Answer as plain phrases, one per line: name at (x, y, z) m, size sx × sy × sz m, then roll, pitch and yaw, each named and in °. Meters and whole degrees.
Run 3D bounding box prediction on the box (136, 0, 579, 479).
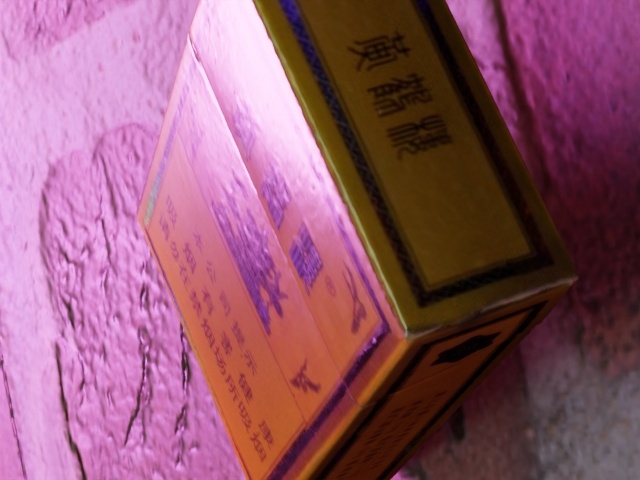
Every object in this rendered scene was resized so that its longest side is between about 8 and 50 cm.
box at (0.000, 0.000, 0.827) m, size 0.192 × 0.084 × 0.301 m, roll 65°, pitch 160°, yaw 16°
